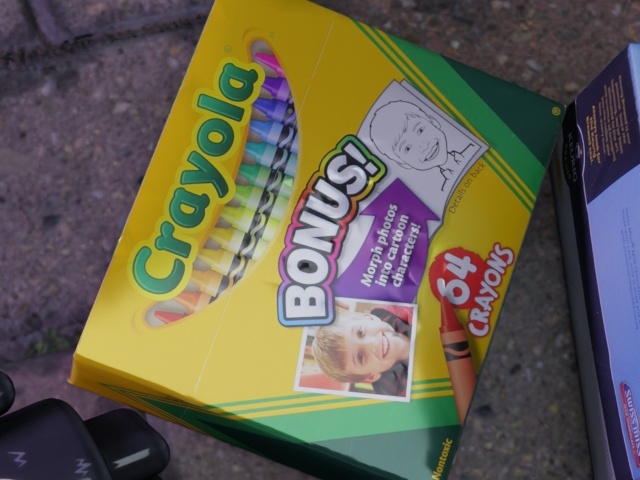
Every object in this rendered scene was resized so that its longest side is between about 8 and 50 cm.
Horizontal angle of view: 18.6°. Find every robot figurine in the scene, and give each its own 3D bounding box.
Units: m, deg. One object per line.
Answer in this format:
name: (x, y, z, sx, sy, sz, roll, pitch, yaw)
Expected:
robot figurine: (-0.242, 0.225, 1.480, 0.278, 0.173, 0.209, -22, 70, -17)

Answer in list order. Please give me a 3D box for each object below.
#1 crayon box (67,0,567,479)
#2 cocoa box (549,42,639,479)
crayon box: (0.000, 0.000, 1.633, 0.313, 0.106, 0.363, 22, 71, -5)
cocoa box: (0.347, 0.027, 1.635, 0.231, 0.228, 0.347, -3, 75, -13)
